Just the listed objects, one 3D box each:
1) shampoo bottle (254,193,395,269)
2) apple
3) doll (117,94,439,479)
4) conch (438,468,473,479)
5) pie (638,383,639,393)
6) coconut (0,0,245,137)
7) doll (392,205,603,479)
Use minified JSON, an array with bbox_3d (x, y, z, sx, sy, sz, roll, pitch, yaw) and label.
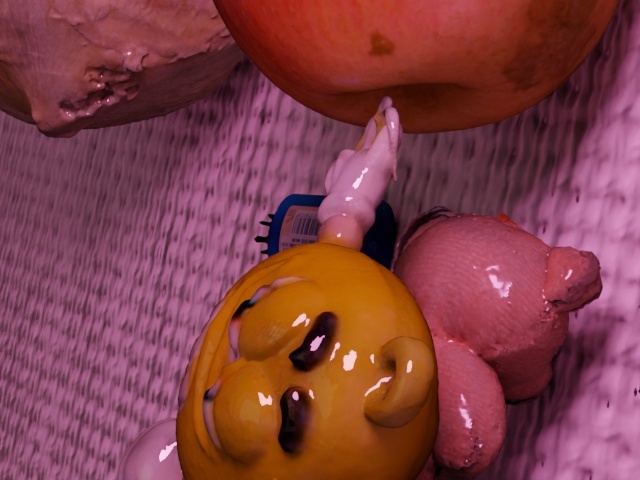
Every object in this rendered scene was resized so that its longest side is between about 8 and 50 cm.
[{"bbox_3d":[0.000,0.000,1.544,0.183,0.050,0.087,6,86,56],"label":"shampoo bottle"},{"bbox_3d":[0.072,-0.251,1.264,0.364,0.364,0.364,-25,59,50],"label":"apple"},{"bbox_3d":[-0.024,0.095,1.150,0.348,0.161,0.423,-82,19,-45],"label":"doll"},{"bbox_3d":[-0.012,0.278,1.342,0.297,0.210,0.352,-23,61,34],"label":"conch"},{"bbox_3d":[0.335,0.001,1.032,0.337,0.075,0.337,-21,61,45],"label":"pie"},{"bbox_3d":[-0.243,-0.278,1.713,0.404,0.405,0.404,-25,59,50],"label":"coconut"},{"bbox_3d":[0.096,0.126,1.245,0.201,0.156,0.303,23,85,52],"label":"doll"}]
